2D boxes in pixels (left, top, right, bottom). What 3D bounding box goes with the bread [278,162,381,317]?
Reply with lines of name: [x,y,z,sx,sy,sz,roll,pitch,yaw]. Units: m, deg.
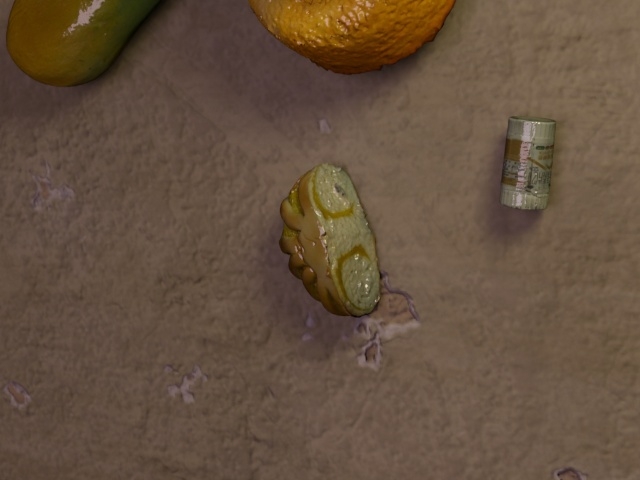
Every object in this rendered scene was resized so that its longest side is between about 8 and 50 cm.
bread: [0.000,0.000,1.509,0.094,0.083,0.157,2,99,44]

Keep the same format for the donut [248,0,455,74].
donut: [0.026,-0.287,1.431,0.253,0.118,0.253,-6,80,38]

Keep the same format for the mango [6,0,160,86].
mango: [-0.254,-0.266,1.617,0.237,0.091,0.137,-45,79,22]

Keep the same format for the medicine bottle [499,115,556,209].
medicine bottle: [0.195,-0.073,1.388,0.047,0.047,0.083,12,103,30]
